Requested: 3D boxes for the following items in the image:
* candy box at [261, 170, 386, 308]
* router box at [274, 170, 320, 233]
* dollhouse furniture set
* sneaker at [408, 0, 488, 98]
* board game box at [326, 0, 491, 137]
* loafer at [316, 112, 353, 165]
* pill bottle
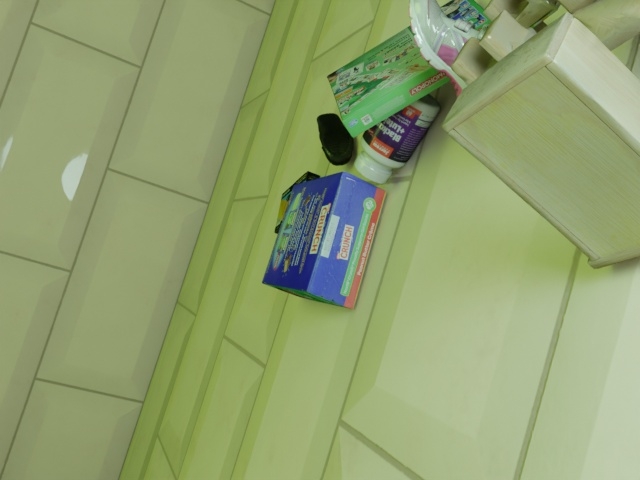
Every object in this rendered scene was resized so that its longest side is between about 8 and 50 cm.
[{"bbox_3d":[0.000,0.000,1.471,0.317,0.122,0.268,-1,70,69],"label":"candy box"},{"bbox_3d":[-0.066,-0.101,1.828,0.179,0.046,0.133,-35,41,57],"label":"router box"},{"bbox_3d":[0.352,-0.210,0.741,0.394,0.256,0.362,-57,13,-29],"label":"dollhouse furniture set"},{"bbox_3d":[0.241,-0.304,1.033,0.111,0.252,0.103,-34,10,33],"label":"sneaker"},{"bbox_3d":[0.170,-0.336,1.218,0.317,0.046,0.213,-29,36,13],"label":"board game box"},{"bbox_3d":[0.041,-0.252,1.676,0.220,0.080,0.078,-101,3,-51],"label":"loafer"},{"bbox_3d":[0.148,-0.215,1.305,0.193,0.108,0.108,-59,24,28],"label":"pill bottle"}]
